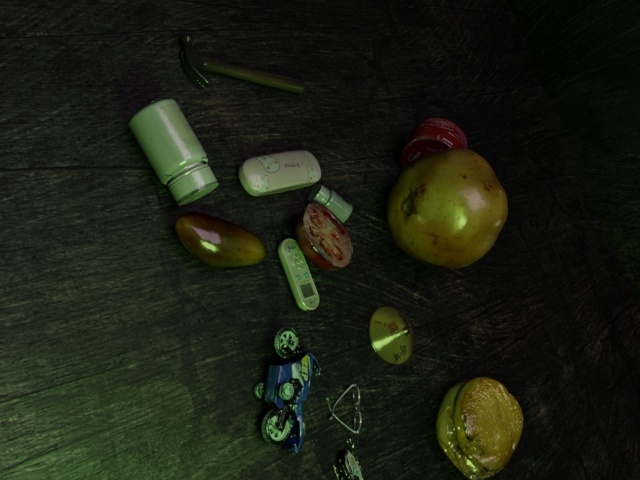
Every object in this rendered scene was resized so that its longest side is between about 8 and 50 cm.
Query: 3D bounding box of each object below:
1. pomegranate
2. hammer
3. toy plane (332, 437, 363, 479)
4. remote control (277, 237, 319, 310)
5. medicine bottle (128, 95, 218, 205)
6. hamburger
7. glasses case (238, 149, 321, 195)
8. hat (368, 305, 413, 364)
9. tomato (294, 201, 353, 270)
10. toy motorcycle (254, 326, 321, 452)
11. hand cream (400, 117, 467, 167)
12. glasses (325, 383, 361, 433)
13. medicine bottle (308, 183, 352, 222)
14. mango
[{"bbox_3d":[0.425,-0.113,2.155,0.417,0.417,0.416,17,61,-34],"label":"pomegranate"},{"bbox_3d":[-0.231,-0.525,2.023,0.440,0.044,0.168,2,69,-39],"label":"hammer"},{"bbox_3d":[0.092,0.648,1.767,0.078,0.053,0.197,-7,72,-51],"label":"toy plane"},{"bbox_3d":[-0.066,0.100,1.882,0.078,0.042,0.221,-12,79,-49],"label":"remote control"},{"bbox_3d":[-0.382,-0.230,1.698,0.143,0.143,0.258,-30,90,-43],"label":"medicine bottle"},{"bbox_3d":[0.501,0.596,2.047,0.290,0.170,0.314,51,49,-6],"label":"hamburger"},{"bbox_3d":[-0.118,-0.206,1.953,0.297,0.075,0.113,-17,80,-44],"label":"glasses case"},{"bbox_3d":[0.249,0.291,2.035,0.193,0.082,0.193,17,62,-35],"label":"hat"},{"bbox_3d":[-0.002,-0.001,1.930,0.225,0.085,0.225,38,36,-34],"label":"tomato"},{"bbox_3d":[-0.075,0.392,1.704,0.169,0.113,0.315,24,66,-41],"label":"toy motorcycle"},{"bbox_3d":[0.414,-0.323,2.347,0.230,0.230,0.149,42,49,-18],"label":"hand cream"},{"bbox_3d":[0.059,0.477,1.831,0.104,0.062,0.139,3,68,-16],"label":"glasses"},{"bbox_3d":[0.030,-0.115,2.032,0.130,0.080,0.080,37,51,-22],"label":"medicine bottle"},{"bbox_3d":[-0.267,0.007,1.709,0.268,0.111,0.133,20,44,-31],"label":"mango"}]
